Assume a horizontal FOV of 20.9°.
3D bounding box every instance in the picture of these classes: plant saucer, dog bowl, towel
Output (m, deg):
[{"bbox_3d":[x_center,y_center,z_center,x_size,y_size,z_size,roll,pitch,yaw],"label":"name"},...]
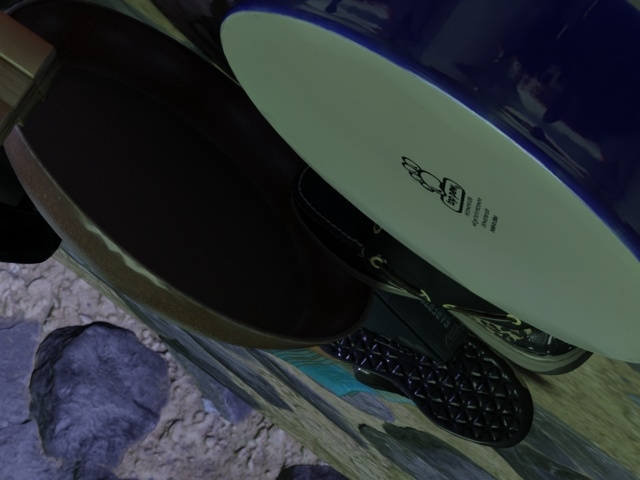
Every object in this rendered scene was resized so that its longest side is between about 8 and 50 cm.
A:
[{"bbox_3d":[-0.097,-0.037,1.152,0.310,0.050,0.311,34,-155,-18],"label":"plant saucer"},{"bbox_3d":[0.086,-0.060,0.807,0.265,0.104,0.265,35,168,9],"label":"dog bowl"},{"bbox_3d":[-0.019,0.108,1.810,0.271,0.040,0.370,27,171,-16],"label":"towel"}]

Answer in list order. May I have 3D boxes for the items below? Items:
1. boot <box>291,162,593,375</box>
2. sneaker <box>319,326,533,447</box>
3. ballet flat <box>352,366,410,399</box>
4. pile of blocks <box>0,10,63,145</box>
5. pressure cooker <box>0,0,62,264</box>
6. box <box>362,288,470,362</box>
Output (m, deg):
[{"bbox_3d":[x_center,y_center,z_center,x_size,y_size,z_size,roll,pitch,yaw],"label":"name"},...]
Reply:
[{"bbox_3d":[0.068,-0.024,1.078,0.236,0.085,0.179,32,163,26],"label":"boot"},{"bbox_3d":[0.101,0.102,1.528,0.234,0.084,0.097,32,-169,29],"label":"sneaker"},{"bbox_3d":[0.110,0.134,1.624,0.173,0.049,0.057,25,146,-15],"label":"ballet flat"},{"bbox_3d":[-0.306,-0.147,0.935,0.362,0.113,0.149,37,174,-26],"label":"pile of blocks"},{"bbox_3d":[-0.399,-0.100,1.388,0.420,0.370,0.376,31,138,17],"label":"pressure cooker"},{"bbox_3d":[0.000,0.000,1.407,0.183,0.059,0.232,46,165,-33],"label":"box"}]
